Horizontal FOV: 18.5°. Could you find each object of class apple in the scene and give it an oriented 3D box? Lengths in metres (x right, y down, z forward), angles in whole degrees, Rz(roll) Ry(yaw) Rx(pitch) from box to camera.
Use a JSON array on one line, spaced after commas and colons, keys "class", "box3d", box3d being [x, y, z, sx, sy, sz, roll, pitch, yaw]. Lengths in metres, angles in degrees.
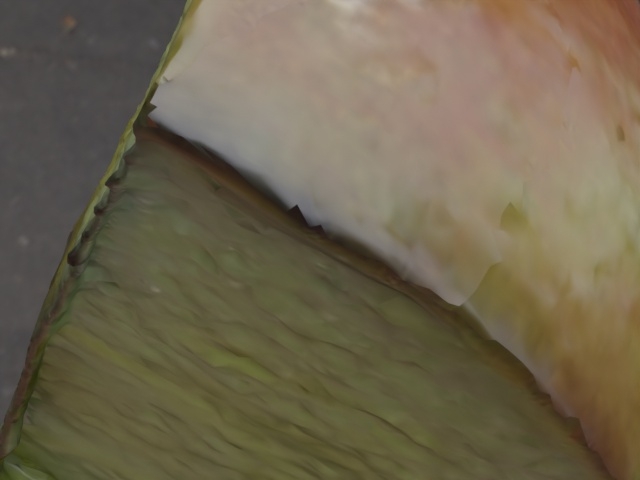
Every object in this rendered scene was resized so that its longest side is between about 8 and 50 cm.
[{"class": "apple", "box3d": [0.000, 0.000, 0.506, 0.179, 0.346, 0.254, -24, 77, -20]}]
